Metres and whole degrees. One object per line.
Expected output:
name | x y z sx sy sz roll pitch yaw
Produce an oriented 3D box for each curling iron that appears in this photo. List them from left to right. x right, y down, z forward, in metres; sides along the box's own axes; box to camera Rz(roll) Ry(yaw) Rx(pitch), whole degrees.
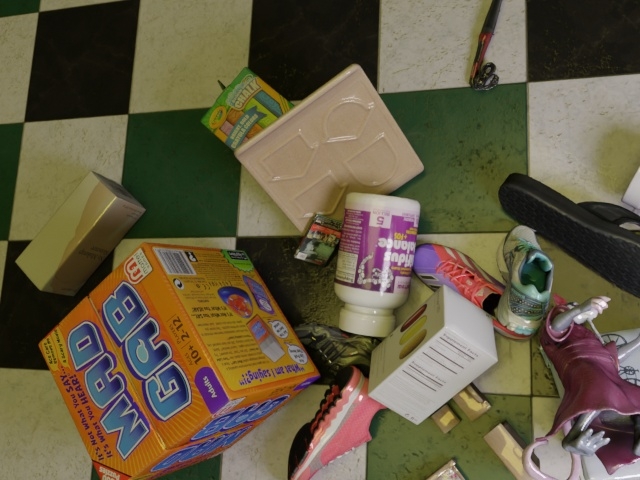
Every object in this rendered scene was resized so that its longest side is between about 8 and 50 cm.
curling iron | 0.403 -0.479 1.572 0.068 0.035 0.274 10 83 15

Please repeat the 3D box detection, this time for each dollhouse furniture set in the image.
dollhouse furniture set | 0.257 0.504 1.344 0.355 0.174 0.303 -41 70 6

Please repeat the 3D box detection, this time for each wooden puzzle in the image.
wooden puzzle | 0.024 -0.187 1.493 0.322 0.348 0.080 -34 40 8

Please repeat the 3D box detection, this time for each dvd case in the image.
dvd case | 0.000 0.000 1.560 0.119 0.087 0.013 -63 31 19

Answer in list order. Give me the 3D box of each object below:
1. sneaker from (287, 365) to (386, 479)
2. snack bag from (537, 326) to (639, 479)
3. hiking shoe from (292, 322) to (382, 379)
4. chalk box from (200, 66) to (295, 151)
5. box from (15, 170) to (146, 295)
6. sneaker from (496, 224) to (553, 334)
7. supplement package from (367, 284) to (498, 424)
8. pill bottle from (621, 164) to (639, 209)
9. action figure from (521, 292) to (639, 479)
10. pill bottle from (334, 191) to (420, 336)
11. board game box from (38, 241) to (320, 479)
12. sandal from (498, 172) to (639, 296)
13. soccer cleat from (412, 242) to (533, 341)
sneaker | 0.038 0.432 1.461 0.136 0.116 0.314 29 103 -12
snack bag | 0.613 0.298 1.239 0.342 0.037 0.323 -8 44 5
hiking shoe | 0.026 0.254 1.513 0.226 0.086 0.114 9 78 18
chalk box | -0.155 -0.282 1.632 0.289 0.180 0.179 41 93 22
box | -0.622 -0.014 1.741 0.121 0.148 0.311 41 94 20
sneaker | 0.430 0.054 1.352 0.110 0.122 0.283 15 43 -1
supplement package | 0.223 0.233 1.357 0.133 0.139 0.244 33 122 -13
pill bottle | 0.761 -0.079 1.311 0.283 0.161 0.161 29 89 20
action figure | 0.486 0.246 1.214 0.248 0.370 0.276 31 114 -21
pill bottle | 0.120 0.052 1.471 0.169 0.169 0.302 8 93 19
board game box | -0.294 0.258 1.435 0.356 0.356 0.356 -41 70 19
sandal | 0.579 -0.024 1.364 0.445 0.167 0.107 36 74 20
soccer cleat | 0.325 0.101 1.434 0.318 0.116 0.109 37 91 20
